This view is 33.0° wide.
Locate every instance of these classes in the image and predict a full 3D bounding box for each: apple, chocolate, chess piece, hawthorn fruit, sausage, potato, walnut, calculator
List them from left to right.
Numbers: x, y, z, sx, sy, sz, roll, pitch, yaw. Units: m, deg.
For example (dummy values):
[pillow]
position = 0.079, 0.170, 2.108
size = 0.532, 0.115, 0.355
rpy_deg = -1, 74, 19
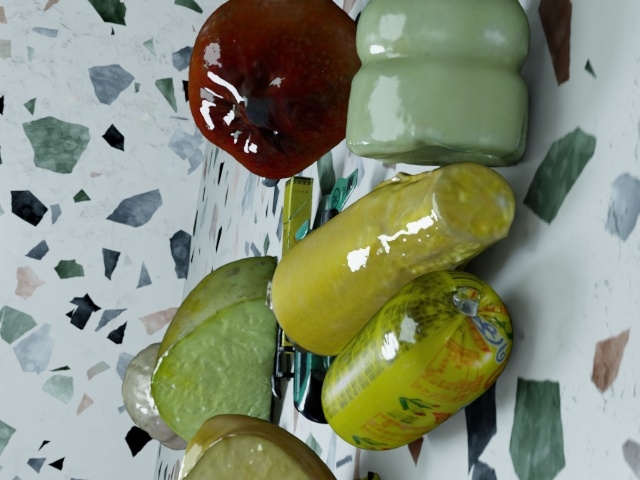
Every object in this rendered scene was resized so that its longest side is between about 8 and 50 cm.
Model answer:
[walnut]
position = -0.286, 0.311, 2.237
size = 0.248, 0.248, 0.248
rpy_deg = -171, 90, -77
[potato]
position = -0.186, 0.170, 1.934
size = 0.280, 0.212, 0.330
rpy_deg = -97, 12, -64
[apple]
position = -0.071, 0.370, 1.287
size = 0.314, 0.252, 0.309
rpy_deg = -167, 88, -69
[hawthorn fruit]
position = -0.064, -0.247, 1.623
size = 0.311, 0.295, 0.295
rpy_deg = -105, 27, -67
[calculator]
position = 0.000, 0.000, 1.724
size = 0.095, 0.021, 0.153
rpy_deg = -109, 31, -64
[chocolate]
position = 0.082, 0.019, 1.153
size = 0.445, 0.162, 0.162
rpy_deg = 142, 135, -66
[sausage]
position = 0.086, 0.126, 1.058
size = 0.347, 0.123, 0.123
rpy_deg = 123, 153, -61
[chess piece]
position = 0.122, -0.293, 1.019
size = 0.234, 0.234, 0.442
rpy_deg = -175, 89, -77

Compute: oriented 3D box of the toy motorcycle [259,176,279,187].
[toy motorcycle]
position = -0.067, -0.229, 2.009
size = 0.157, 0.091, 0.263
rpy_deg = -177, 98, -72

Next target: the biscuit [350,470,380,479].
[biscuit]
position = 0.026, 0.333, 1.401
size = 0.292, 0.026, 0.048
rpy_deg = 135, 148, -67

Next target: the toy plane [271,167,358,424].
[toy plane]
position = 0.015, 0.094, 1.451
size = 0.155, 0.106, 0.382
rpy_deg = 137, 141, -60

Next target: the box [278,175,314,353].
[box]
position = -0.042, 0.039, 1.750
size = 0.153, 0.041, 0.279
rpy_deg = 171, 101, -85
